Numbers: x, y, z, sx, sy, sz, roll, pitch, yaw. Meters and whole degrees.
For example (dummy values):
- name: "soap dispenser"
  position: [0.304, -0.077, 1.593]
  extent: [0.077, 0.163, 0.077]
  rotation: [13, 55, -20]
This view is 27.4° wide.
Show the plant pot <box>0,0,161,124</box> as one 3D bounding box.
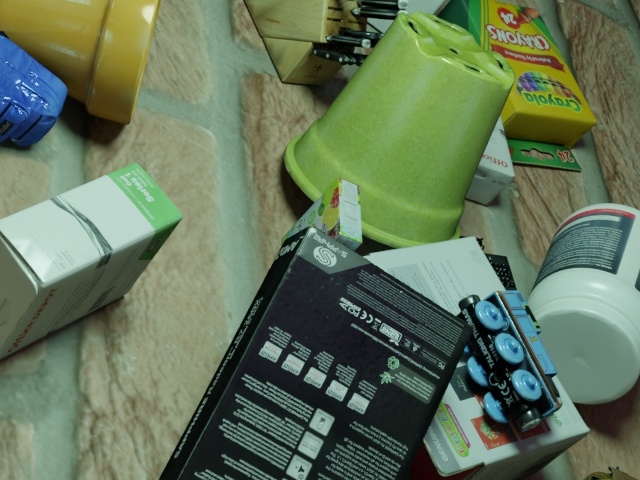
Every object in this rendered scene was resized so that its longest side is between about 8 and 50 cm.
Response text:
- name: "plant pot"
  position: [-0.308, -0.267, 1.656]
  extent: [0.188, 0.205, 0.205]
  rotation: [14, 46, -8]

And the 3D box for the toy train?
- name: "toy train"
  position: [0.232, 0.144, 1.600]
  extent: [0.105, 0.080, 0.184]
  rotation: [-1, 55, -43]

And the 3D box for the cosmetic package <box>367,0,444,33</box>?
- name: "cosmetic package"
  position: [0.115, -0.482, 2.214]
  extent: [0.224, 0.138, 0.224]
  rotation: [36, 42, -8]

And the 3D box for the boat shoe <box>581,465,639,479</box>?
- name: "boat shoe"
  position: [0.391, 0.345, 1.727]
  extent: [0.307, 0.111, 0.104]
  rotation: [-1, 57, -40]

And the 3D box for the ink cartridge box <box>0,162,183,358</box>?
- name: "ink cartridge box"
  position: [-0.279, 0.023, 1.431]
  extent: [0.092, 0.160, 0.219]
  rotation: [49, 40, 10]

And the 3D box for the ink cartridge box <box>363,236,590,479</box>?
- name: "ink cartridge box"
  position: [0.145, 0.166, 1.673]
  extent: [0.272, 0.130, 0.309]
  rotation: [-7, 60, -41]

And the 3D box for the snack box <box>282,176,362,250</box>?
- name: "snack box"
  position: [0.000, 0.000, 1.691]
  extent: [0.037, 0.141, 0.100]
  rotation: [22, 44, -23]

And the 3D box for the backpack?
- name: "backpack"
  position: [-0.373, -0.167, 1.576]
  extent: [0.120, 0.098, 0.101]
  rotation: [34, 43, -28]

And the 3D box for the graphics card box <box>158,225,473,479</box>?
- name: "graphics card box"
  position: [-0.011, 0.198, 1.432]
  extent: [0.233, 0.094, 0.370]
  rotation: [31, 70, -12]

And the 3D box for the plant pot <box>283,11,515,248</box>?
- name: "plant pot"
  position: [0.128, -0.162, 1.796]
  extent: [0.276, 0.253, 0.276]
  rotation: [24, 27, -13]

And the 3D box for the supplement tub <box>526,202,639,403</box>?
- name: "supplement tub"
  position: [0.402, 0.088, 1.901]
  extent: [0.191, 0.191, 0.272]
  rotation: [39, 40, -4]

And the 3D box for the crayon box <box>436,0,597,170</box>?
- name: "crayon box"
  position: [0.344, -0.273, 2.259]
  extent: [0.202, 0.081, 0.318]
  rotation: [2, 55, -38]

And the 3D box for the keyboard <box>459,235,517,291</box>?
- name: "keyboard"
  position: [0.211, 0.027, 1.921]
  extent: [0.192, 0.038, 0.100]
  rotation: [8, 51, -36]

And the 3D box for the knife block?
- name: "knife block"
  position: [0.013, -0.355, 1.938]
  extent: [0.088, 0.242, 0.275]
  rotation: [0, 55, -40]

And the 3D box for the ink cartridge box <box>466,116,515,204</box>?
- name: "ink cartridge box"
  position: [0.215, -0.166, 2.058]
  extent: [0.140, 0.082, 0.190]
  rotation: [17, 47, -26]
